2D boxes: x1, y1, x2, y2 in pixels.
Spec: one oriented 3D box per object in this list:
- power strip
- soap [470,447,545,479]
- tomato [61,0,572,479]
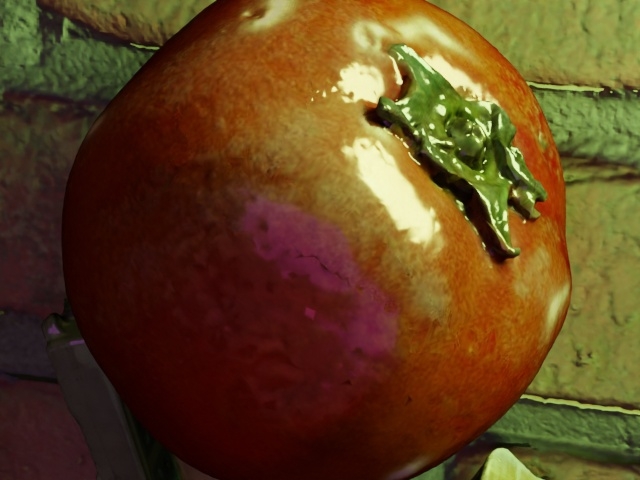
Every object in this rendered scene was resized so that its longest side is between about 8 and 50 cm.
[{"bbox_3d":[-0.144,0.170,1.441,0.048,0.080,0.286,-9,113,14],"label":"power strip"},{"bbox_3d":[0.080,0.303,1.401,0.089,0.173,0.274,33,117,-2],"label":"soap"},{"bbox_3d":[0.000,0.000,1.226,0.290,0.293,0.325,-31,110,38],"label":"tomato"}]
